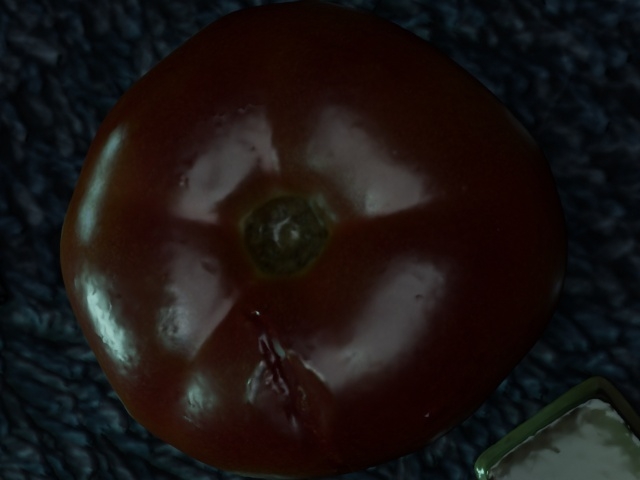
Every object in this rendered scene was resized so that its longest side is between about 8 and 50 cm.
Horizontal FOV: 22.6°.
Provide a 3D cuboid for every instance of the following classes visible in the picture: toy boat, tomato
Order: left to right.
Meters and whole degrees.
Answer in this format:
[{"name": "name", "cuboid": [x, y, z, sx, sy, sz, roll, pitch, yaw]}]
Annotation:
[{"name": "tomato", "cuboid": [0.000, 0.000, 0.965, 0.298, 0.226, 0.299, -2, 82, 16]}, {"name": "toy boat", "cuboid": [0.186, 0.189, 1.004, 0.116, 0.061, 0.188, -36, 82, 7]}]

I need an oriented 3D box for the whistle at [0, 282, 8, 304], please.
[{"name": "whistle", "cuboid": [-0.266, -0.030, 1.116, 0.033, 0.033, 0.176, -27, 83, 9]}]
